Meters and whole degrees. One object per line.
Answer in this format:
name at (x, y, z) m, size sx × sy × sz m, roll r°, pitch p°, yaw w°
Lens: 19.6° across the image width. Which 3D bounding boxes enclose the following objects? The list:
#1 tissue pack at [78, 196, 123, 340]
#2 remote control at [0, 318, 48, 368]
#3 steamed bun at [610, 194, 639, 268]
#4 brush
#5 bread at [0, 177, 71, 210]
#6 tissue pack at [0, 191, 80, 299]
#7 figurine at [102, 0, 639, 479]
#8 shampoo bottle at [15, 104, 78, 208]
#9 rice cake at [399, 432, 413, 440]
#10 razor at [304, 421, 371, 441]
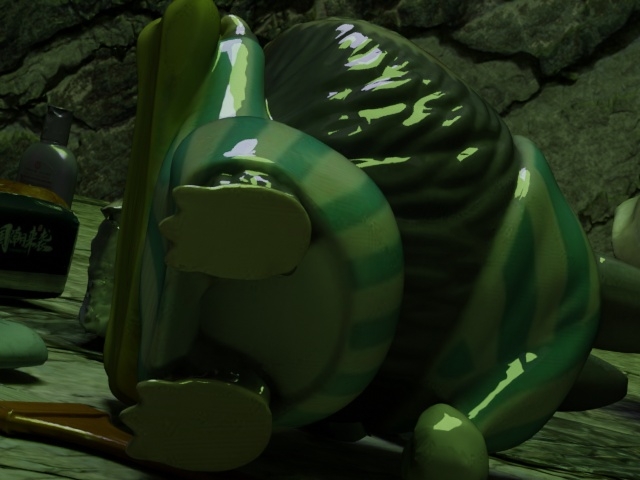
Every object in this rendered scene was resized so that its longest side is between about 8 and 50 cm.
tissue pack at (-0.063, 0.031, 1.536) m, size 0.242 × 0.125 × 0.343 m, roll 12°, pitch 3°, yaw -3°
remote control at (-0.267, 0.051, 1.105) m, size 0.097 × 0.045 × 0.256 m, roll 14°, pitch 1°, yaw 36°
steamed bun at (0.434, 0.076, 1.718) m, size 0.339 × 0.247 × 0.352 m, roll 22°, pitch -25°, yaw -17°
brush at (-0.082, 0.113, 0.966) m, size 0.314 × 0.017 × 0.090 m, roll 15°, pitch 4°, yaw 32°
bread at (-0.382, -0.035, 1.951) m, size 0.124 × 0.084 × 0.344 m, roll 10°, pitch 3°, yaw -44°
tissue pack at (-0.299, -0.001, 1.539) m, size 0.103 × 0.090 × 0.170 m, roll 11°, pitch 1°, yaw 44°
figurine at (0.072, 0.009, 1.064) m, size 0.378 × 0.266 × 0.361 m, roll 6°, pitch 17°, yaw -10°
shampoo bottle at (-0.308, -0.069, 2.084) m, size 0.080 × 0.165 × 0.040 m, roll 14°, pitch 3°, yaw 35°
rice cake at (0.046, 0.110, 1.263) m, size 0.033 × 0.029 × 0.171 m, roll -14°, pitch 24°, yaw -38°
razor at (-0.020, 0.102, 1.256) m, size 0.037 × 0.068 × 0.191 m, roll -26°, pitch 23°, yaw -14°
